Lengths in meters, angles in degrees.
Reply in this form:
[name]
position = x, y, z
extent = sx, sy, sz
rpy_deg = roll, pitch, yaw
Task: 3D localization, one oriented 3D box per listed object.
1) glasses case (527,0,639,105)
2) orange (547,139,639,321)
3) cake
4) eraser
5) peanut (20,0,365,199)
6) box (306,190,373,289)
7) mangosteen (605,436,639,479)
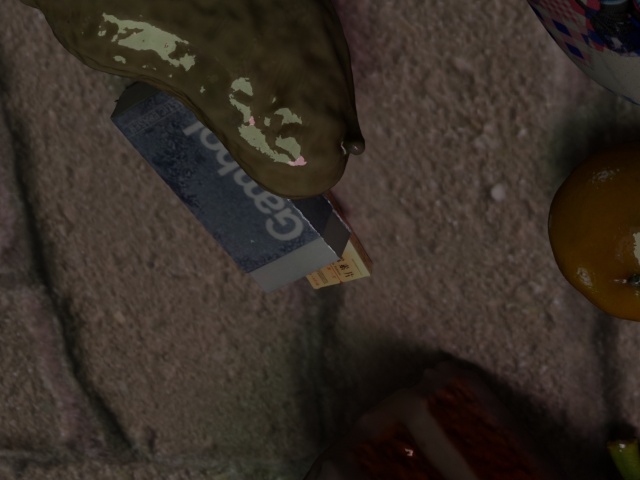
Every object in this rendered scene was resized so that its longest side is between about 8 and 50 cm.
[glasses case]
position = 0.181, -0.201, 1.374
extent = 0.125, 0.076, 0.327
rpy_deg = 30, 166, 42
[orange]
position = 0.258, -0.004, 1.558
extent = 0.156, 0.124, 0.156
rpy_deg = 5, 132, 6
[cake]
position = 0.107, 0.298, 1.739
extent = 0.309, 0.237, 0.230
rpy_deg = 46, 132, 16
[eraser]
position = -0.072, -0.055, 1.638
extent = 0.092, 0.046, 0.212
rpy_deg = -27, 114, 32
[peanut]
position = -0.083, -0.159, 1.502
extent = 0.291, 0.159, 0.143
rpy_deg = 35, 163, -3
[box]
position = 0.000, 0.000, 1.702
extent = 0.058, 0.015, 0.093
rpy_deg = -16, 125, 25
[mangosteen]
position = 0.323, 0.261, 1.763
extent = 0.181, 0.146, 0.156
rpy_deg = 30, 134, -12
